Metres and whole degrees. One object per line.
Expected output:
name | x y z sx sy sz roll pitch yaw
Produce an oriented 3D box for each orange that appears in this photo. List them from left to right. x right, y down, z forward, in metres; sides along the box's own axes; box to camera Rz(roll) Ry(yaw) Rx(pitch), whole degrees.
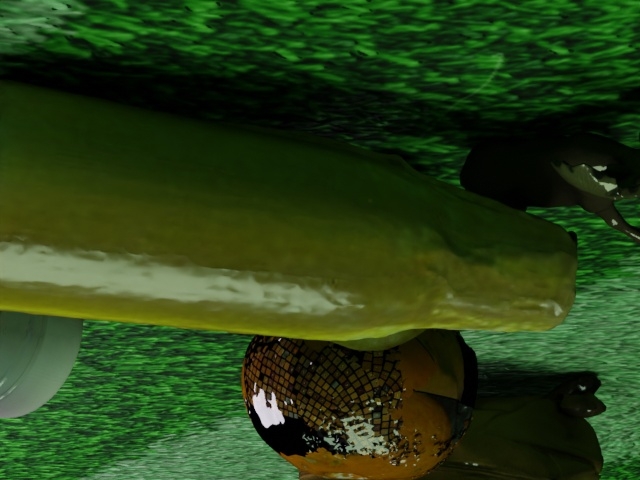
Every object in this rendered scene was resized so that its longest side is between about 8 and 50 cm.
orange | 0.037 0.142 1.786 0.234 0.182 0.234 3 175 0

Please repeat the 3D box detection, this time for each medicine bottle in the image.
medicine bottle | -0.323 0.052 1.468 0.152 0.152 0.254 -12 160 29

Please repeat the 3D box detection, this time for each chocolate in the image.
chocolate | -0.040 -0.001 1.268 0.445 0.162 0.162 9 161 -17

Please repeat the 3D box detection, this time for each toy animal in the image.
toy animal | 0.194 -0.047 1.313 0.214 0.093 0.186 -2 157 30

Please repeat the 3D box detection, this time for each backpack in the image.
backpack | 0.159 0.274 2.174 0.353 0.201 0.378 -11 163 32

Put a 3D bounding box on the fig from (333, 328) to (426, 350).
fig | 0.037 0.013 1.445 0.142 0.148 0.186 -21 -167 14
